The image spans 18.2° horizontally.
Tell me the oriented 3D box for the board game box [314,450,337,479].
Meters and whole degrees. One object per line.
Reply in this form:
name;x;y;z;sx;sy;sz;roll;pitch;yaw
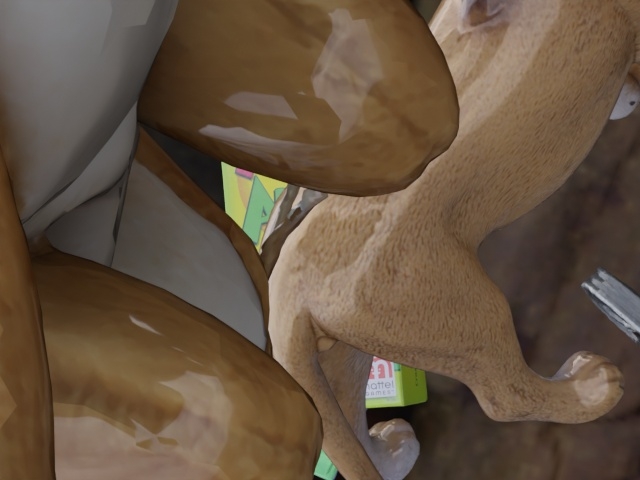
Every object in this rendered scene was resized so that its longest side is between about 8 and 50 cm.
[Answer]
board game box;0.059;-0.015;1.250;0.213;0.046;0.317;-53;-11;-87

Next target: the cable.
cable;0.268;0.098;1.519;0.072;0.139;0.287;-53;42;1

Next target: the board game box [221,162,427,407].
board game box;0.000;0.000;1.068;0.092;0.043;0.181;-6;87;21

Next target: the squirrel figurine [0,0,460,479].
squirrel figurine;-0.164;-0.048;0.523;0.370;0.396;0.281;93;-169;-72

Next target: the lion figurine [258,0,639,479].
lion figurine;0.070;-0.054;0.861;0.142;0.240;0.392;13;70;39
